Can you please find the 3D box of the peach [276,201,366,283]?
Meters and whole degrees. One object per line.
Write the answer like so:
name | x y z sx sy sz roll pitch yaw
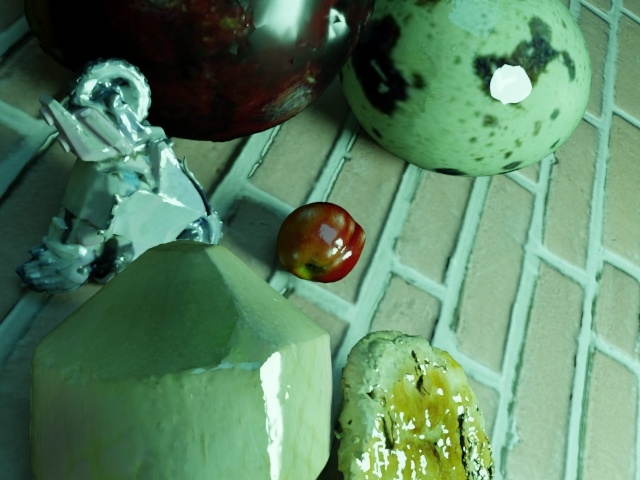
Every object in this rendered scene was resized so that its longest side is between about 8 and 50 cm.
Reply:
peach | 0.000 -0.002 0.898 0.101 0.100 0.100 16 50 -19

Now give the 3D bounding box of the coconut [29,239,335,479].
coconut | -0.110 0.123 0.650 0.259 0.259 0.259 16 50 -19

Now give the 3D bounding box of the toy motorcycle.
toy motorcycle | -0.212 -0.031 0.753 0.204 0.108 0.239 -37 113 -18

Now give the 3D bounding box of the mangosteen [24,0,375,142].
mangosteen | -0.134 -0.310 0.889 0.381 0.381 0.421 -18 37 -38

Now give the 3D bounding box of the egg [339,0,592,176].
egg | 0.196 -0.226 1.052 0.379 0.288 0.287 14 48 -45

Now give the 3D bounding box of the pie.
pie | 0.093 0.209 0.741 0.274 0.055 0.274 31 52 -49
